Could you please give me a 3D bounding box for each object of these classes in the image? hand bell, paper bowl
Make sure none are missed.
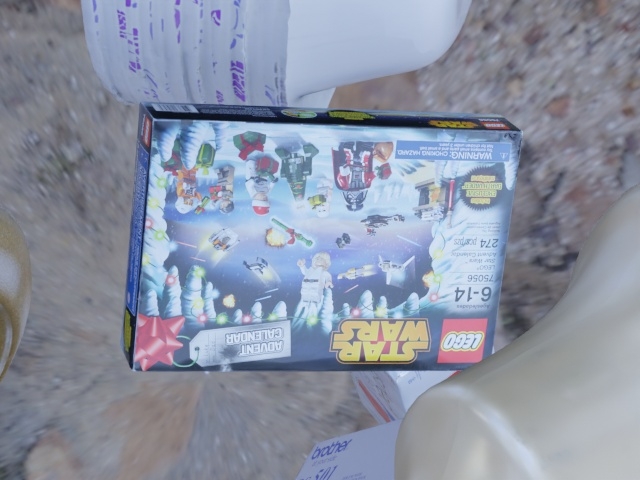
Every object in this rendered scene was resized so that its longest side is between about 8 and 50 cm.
[{"bbox_3d":[-0.001,0.077,0.425,0.242,0.126,0.126,-18,87,-26],"label":"hand bell"},{"bbox_3d":[0.005,-0.185,0.866,0.148,0.284,0.284,13,86,8],"label":"paper bowl"}]

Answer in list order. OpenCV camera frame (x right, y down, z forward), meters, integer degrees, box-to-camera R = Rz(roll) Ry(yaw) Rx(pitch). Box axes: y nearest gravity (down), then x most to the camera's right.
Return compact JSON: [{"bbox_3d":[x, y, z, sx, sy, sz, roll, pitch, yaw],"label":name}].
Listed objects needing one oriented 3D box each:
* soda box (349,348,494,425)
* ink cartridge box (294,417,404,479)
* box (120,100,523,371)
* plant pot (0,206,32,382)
[{"bbox_3d":[0.060,0.072,1.197,0.069,0.216,0.074,-38,68,-8],"label":"soda box"},{"bbox_3d":[0.071,0.114,0.822,0.097,0.207,0.046,39,62,-15],"label":"ink cartridge box"},{"bbox_3d":[0.000,0.000,0.709,0.137,0.027,0.094,0,109,-16],"label":"box"},{"bbox_3d":[-0.216,0.074,0.849,0.236,0.236,0.032,-40,70,-5],"label":"plant pot"}]
